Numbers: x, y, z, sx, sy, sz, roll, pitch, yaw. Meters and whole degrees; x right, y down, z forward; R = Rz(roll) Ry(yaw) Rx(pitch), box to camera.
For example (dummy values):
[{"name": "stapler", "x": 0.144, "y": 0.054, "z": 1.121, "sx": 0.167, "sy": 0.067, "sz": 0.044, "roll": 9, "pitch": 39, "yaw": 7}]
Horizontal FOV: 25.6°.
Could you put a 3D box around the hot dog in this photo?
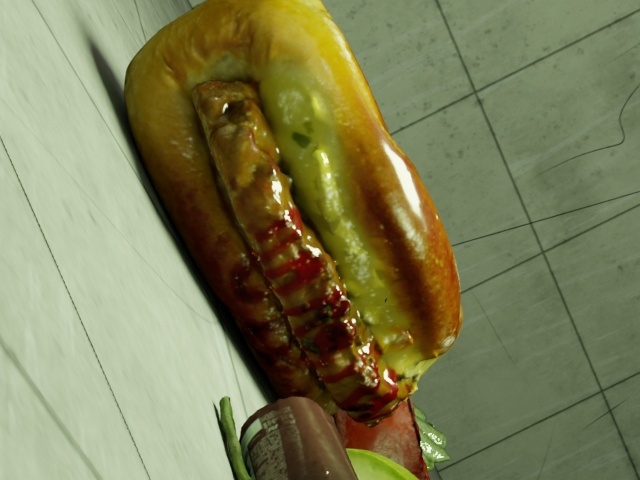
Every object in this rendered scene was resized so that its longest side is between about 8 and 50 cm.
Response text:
[{"name": "hot dog", "x": -0.002, "y": 0.001, "z": 1.155, "sx": 0.405, "sy": 0.185, "sz": 0.223, "roll": 62, "pitch": 1, "yaw": -33}]

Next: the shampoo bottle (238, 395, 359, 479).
[{"name": "shampoo bottle", "x": 0.007, "y": 0.180, "z": 0.787, "sx": 0.236, "sy": 0.067, "sz": 0.068, "roll": -114, "pitch": -174, "yaw": -53}]

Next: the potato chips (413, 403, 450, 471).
[{"name": "potato chips", "x": 0.057, "y": 0.158, "z": 1.938, "sx": 0.389, "sy": 0.097, "sz": 0.373, "roll": 61, "pitch": 4, "yaw": -31}]

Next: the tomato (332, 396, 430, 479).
[{"name": "tomato", "x": 0.055, "y": 0.189, "z": 1.544, "sx": 0.228, "sy": 0.101, "sz": 0.228, "roll": -18, "pitch": 90, "yaw": -87}]

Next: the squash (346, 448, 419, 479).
[{"name": "squash", "x": 0.061, "y": 0.246, "z": 0.966, "sx": 0.252, "sy": 0.093, "sz": 0.169, "roll": -100, "pitch": 165, "yaw": -84}]

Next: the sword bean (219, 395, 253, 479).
[{"name": "sword bean", "x": -0.052, "y": 0.121, "z": 0.848, "sx": 0.012, "sy": 0.012, "sz": 0.083, "roll": 62, "pitch": 3, "yaw": -36}]
